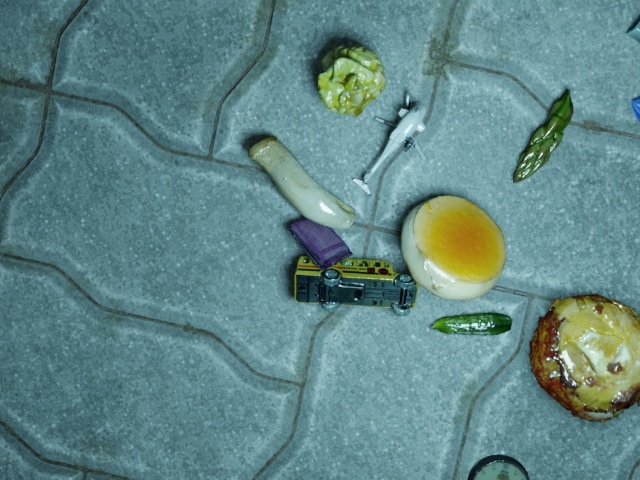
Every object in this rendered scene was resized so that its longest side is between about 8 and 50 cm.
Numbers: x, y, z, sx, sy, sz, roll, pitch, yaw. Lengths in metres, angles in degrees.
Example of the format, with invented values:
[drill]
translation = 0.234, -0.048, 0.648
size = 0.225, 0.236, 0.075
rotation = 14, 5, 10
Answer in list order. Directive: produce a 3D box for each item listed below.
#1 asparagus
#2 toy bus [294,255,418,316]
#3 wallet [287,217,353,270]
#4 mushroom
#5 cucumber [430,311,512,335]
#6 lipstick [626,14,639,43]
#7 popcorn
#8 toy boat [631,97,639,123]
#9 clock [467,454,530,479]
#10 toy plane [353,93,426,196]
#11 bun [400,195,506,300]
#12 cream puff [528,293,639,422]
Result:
[asparagus]
translation = 0.615, -0.273, 1.809
size = 0.080, 0.080, 0.287
rotation = 35, 96, -1
[toy bus]
translation = 0.098, 0.119, 1.836
size = 0.335, 0.123, 0.121
rotation = 3, 127, 2
[wallet]
translation = 0.000, -0.001, 1.829
size = 0.111, 0.030, 0.166
rotation = -28, 65, -31
[mushroom]
translation = -0.050, -0.153, 1.836
size = 0.351, 0.095, 0.123
rotation = 43, 53, -3
[cucumber]
translation = 0.423, 0.236, 1.865
size = 0.227, 0.069, 0.069
rotation = -2, 95, 5
[lipstick]
translation = 0.974, -0.493, 1.775
size = 0.317, 0.068, 0.066
rotation = 37, 95, 0
[popcorn]
translation = 0.081, -0.427, 1.769
size = 0.167, 0.185, 0.188
rotation = 38, 66, -21
[toy boat]
translation = 0.975, -0.307, 1.789
size = 0.295, 0.088, 0.129
rotation = 31, 96, 11
[clock]
translation = 0.516, 0.712, 1.913
size = 0.184, 0.040, 0.185
rotation = 0, 94, 3
[toy plane]
translation = 0.186, -0.262, 1.817
size = 0.273, 0.107, 0.182
rotation = -34, 87, 9
[bun]
translation = 0.341, 0.035, 1.783
size = 0.298, 0.165, 0.299
rotation = 8, 58, -14
[cream puff]
translation = 0.718, 0.315, 1.776
size = 0.350, 0.229, 0.351
rotation = 1, 72, -4
